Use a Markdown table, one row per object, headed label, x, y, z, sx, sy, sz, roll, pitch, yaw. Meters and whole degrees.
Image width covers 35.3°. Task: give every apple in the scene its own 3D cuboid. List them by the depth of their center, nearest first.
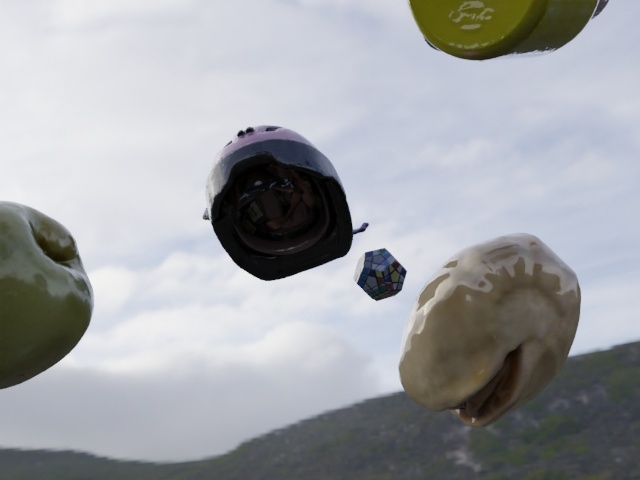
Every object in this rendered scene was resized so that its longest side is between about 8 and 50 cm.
| label | x | y | z | sx | sy | sz | roll | pitch | yaw |
| --- | --- | --- | --- | --- | --- | --- | --- | --- | --- |
| apple | -0.329 | 0.059 | 1.034 | 0.200 | 0.200 | 0.200 | -6 | -19 | -2 |

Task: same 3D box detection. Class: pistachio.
| label | x | y | z | sx | sy | sz | roll | pitch | yaw |
| --- | --- | --- | --- | --- | --- | --- | --- | --- | --- |
| pistachio | 0.201 | 0.119 | 1.272 | 0.194 | 0.213 | 0.318 | 20 | -38 | -11 |

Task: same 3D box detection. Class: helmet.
| label | x | y | z | sx | sy | sz | roll | pitch | yaw |
| --- | --- | --- | --- | --- | --- | --- | --- | --- | --- |
| helmet | -0.066 | -0.069 | 1.466 | 0.198 | 0.154 | 0.253 | -20 | -31 | 8 |

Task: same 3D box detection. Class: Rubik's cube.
| label | x | y | z | sx | sy | sz | roll | pitch | yaw |
| --- | --- | --- | --- | --- | --- | --- | --- | --- | --- |
| Rubik's cube | 0.120 | 0.069 | 2.029 | 0.111 | 0.111 | 0.093 | -8 | -46 | 3 |

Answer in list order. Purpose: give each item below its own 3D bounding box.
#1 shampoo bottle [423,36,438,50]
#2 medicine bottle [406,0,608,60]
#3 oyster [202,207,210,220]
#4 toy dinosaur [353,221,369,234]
| label | x | y | z | sx | sy | sz | roll | pitch | yaw |
| --- | --- | --- | --- | --- | --- | --- | --- | --- | --- |
| shampoo bottle | 0.203 | -0.285 | 1.263 | 0.057 | 0.063 | 0.208 | 3 | 24 | 39 |
| medicine bottle | 0.167 | -0.208 | 0.808 | 0.122 | 0.121 | 0.212 | -21 | -3 | 36 |
| oyster | -0.193 | -0.055 | 1.899 | 0.093 | 0.034 | 0.051 | -35 | 7 | -33 |
| toy dinosaur | 0.000 | 0.000 | 1.950 | 0.197 | 0.080 | 0.045 | -24 | -46 | 1 |
